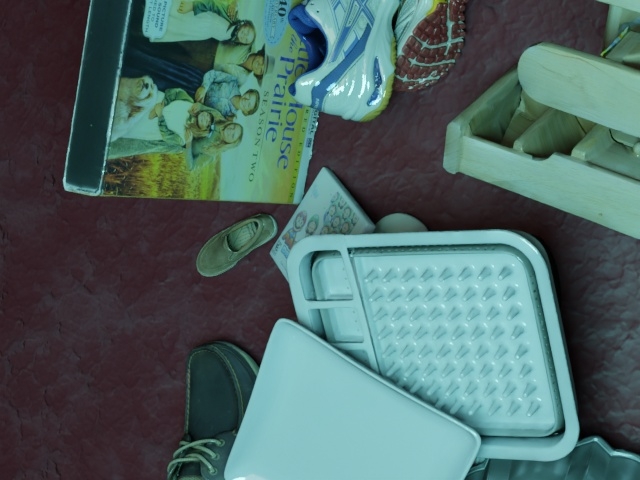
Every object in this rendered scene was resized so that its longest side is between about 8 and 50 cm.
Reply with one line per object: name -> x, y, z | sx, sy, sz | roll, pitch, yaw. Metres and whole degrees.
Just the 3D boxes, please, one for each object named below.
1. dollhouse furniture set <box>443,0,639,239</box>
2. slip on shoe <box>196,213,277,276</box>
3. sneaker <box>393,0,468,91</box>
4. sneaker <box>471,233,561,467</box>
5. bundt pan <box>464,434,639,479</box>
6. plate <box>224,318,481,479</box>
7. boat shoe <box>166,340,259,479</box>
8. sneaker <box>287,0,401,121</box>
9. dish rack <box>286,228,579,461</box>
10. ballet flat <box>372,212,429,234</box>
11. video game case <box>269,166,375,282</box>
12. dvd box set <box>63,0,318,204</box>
dollhouse furniture set -> 0.304, -0.237, 1.597 | 0.256, 0.362, 0.394 | 22, 130, 24
slip on shoe -> -0.120, 0.006, 1.981 | 0.135, 0.041, 0.051 | -27, 79, 25
sneaker -> 0.137, -0.291, 1.833 | 0.093, 0.088, 0.225 | 46, 118, 50
sneaker -> 0.198, 0.140, 1.779 | 0.136, 0.116, 0.314 | 15, 98, 28
bundt pan -> 0.281, 0.394, 1.683 | 0.331, 0.124, 0.331 | 5, 108, 16
plate -> 0.036, 0.253, 1.744 | 0.277, 0.045, 0.278 | 29, 125, 15
boat shoe -> -0.125, 0.305, 1.920 | 0.132, 0.130, 0.355 | -21, 76, 37
sneaker -> 0.030, -0.300, 1.817 | 0.131, 0.112, 0.296 | 9, 76, -16
dish rack -> 0.137, 0.111, 1.685 | 0.333, 0.072, 0.285 | -2, 111, 33
ballet flat -> 0.041, 0.159, 1.851 | 0.139, 0.139, 0.400 | 24, 101, 25
video game case -> 0.000, 0.000, 1.888 | 0.143, 0.019, 0.157 | -58, 34, 16
dvd box set -> -0.130, -0.198, 1.771 | 0.062, 0.420, 0.307 | 14, 96, 31
